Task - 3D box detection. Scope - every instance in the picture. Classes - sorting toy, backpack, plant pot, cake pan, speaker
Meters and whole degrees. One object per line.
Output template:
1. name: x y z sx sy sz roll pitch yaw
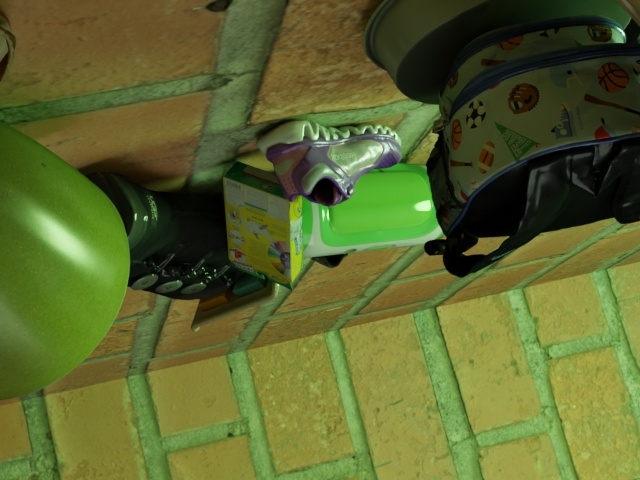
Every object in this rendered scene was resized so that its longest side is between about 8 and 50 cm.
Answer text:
1. sorting toy: -0.120 0.036 1.991 0.208 0.193 0.038 -26 125 39
2. backpack: 0.238 -0.105 1.257 0.276 0.213 0.263 -15 172 -9
3. plant pot: -0.363 -0.019 1.227 0.274 0.275 0.293 -16 153 5
4. cake pan: 0.191 -0.220 1.304 0.293 0.054 0.293 -14 163 -4
5. speaker: 0.054 -0.046 1.866 0.296 0.131 0.131 -6 166 -36

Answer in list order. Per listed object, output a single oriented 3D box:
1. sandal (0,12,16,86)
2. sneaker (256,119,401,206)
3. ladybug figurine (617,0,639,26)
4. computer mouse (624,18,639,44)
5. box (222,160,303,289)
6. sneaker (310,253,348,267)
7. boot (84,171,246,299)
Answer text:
1. sandal: -0.289 -0.155 1.030 0.088 0.079 0.240 -11 168 -16
2. sneaker: 0.020 -0.094 1.654 0.236 0.105 0.095 -4 163 -46
3. ladybug figurine: 0.318 -0.222 0.993 0.162 0.305 0.449 -43 154 16
4. computer mouse: 0.350 -0.270 1.368 0.071 0.041 0.242 -51 162 -5
5. box: -0.075 -0.015 1.723 0.043 0.105 0.179 -51 154 -41
6. sneaker: 0.000 0.000 2.074 0.078 0.106 0.234 -11 168 -12
7. boot: -0.308 0.027 1.785 0.367 0.146 0.445 -16 173 18
